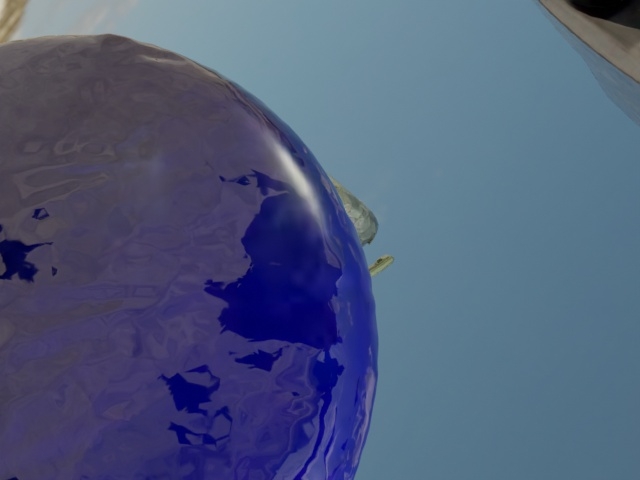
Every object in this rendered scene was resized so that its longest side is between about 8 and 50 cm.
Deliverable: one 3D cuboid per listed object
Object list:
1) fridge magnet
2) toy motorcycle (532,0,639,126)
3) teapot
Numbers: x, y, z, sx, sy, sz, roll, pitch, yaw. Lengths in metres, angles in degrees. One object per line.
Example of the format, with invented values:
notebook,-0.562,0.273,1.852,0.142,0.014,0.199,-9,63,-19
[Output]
fridge magnet,-0.109,0.045,0.508,0.265,0.265,0.113,-57,163,-12
toy motorcycle,0.101,-0.075,0.368,0.080,0.215,0.122,-43,156,8
teapot,0.000,0.000,0.764,0.064,0.083,0.064,-49,-167,-2
